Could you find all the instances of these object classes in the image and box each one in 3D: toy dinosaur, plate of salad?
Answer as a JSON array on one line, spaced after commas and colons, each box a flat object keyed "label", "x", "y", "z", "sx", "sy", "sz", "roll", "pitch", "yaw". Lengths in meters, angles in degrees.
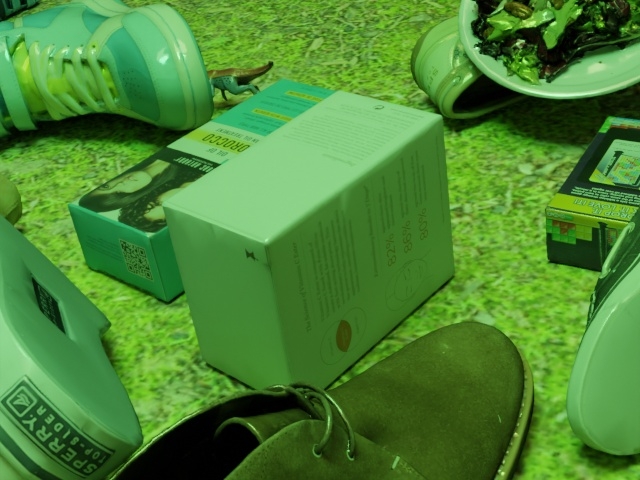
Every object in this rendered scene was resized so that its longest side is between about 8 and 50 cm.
[{"label": "toy dinosaur", "x": -0.094, "y": -0.160, "z": 0.997, "sx": 0.082, "sy": 0.090, "sz": 0.047, "roll": 31, "pitch": 25, "yaw": 4}, {"label": "plate of salad", "x": 0.212, "y": -0.202, "z": 0.845, "sx": 0.200, "sy": 0.048, "sz": 0.199, "roll": -8, "pitch": 58, "yaw": 13}]

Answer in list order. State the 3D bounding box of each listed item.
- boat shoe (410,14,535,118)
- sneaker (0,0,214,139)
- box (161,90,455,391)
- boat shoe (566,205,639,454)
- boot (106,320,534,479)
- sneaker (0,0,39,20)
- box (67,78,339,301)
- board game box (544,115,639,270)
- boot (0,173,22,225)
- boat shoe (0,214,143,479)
[{"label": "boat shoe", "x": 0.228, "y": -0.181, "z": 0.920, "sx": 0.285, "sy": 0.104, "sz": 0.089, "roll": -23, "pitch": 41, "yaw": 0}, {"label": "sneaker", "x": -0.243, "y": -0.147, "z": 0.964, "sx": 0.208, "sy": 0.127, "sz": 0.319, "roll": -23, "pitch": 25, "yaw": -23}, {"label": "box", "x": 0.000, "y": 0.000, "z": 0.662, "sx": 0.091, "sy": 0.130, "sz": 0.170, "roll": 21, "pitch": 43, "yaw": 38}, {"label": "boat shoe", "x": 0.202, "y": 0.030, "z": 0.597, "sx": 0.219, "sy": 0.078, "sz": 0.070, "roll": -53, "pitch": 11, "yaw": -19}, {"label": "boot", "x": 0.006, "y": 0.111, "z": 0.506, "sx": 0.112, "sy": 0.115, "sz": 0.305, "roll": 20, "pitch": 42, "yaw": 40}, {"label": "sneaker", "x": -0.411, "y": -0.331, "z": 1.354, "sx": 0.059, "sy": 0.053, "sz": 0.144, "roll": -2, "pitch": 34, "yaw": 8}, {"label": "box", "x": -0.074, "y": -0.050, "z": 0.823, "sx": 0.101, "sy": 0.060, "sz": 0.244, "roll": 19, "pitch": 42, "yaw": 37}, {"label": "board game box", "x": 0.262, "y": -0.026, "z": 0.709, "sx": 0.170, "sy": 0.048, "sz": 0.141, "roll": 13, "pitch": 41, "yaw": 30}, {"label": "boot", "x": -0.396, "y": 0.028, "z": 0.772, "sx": 0.236, "sy": 0.089, "sz": 0.269, "roll": 12, "pitch": 38, "yaw": 10}, {"label": "boat shoe", "x": -0.207, "y": 0.086, "z": 0.589, "sx": 0.156, "sy": 0.136, "sz": 0.367, "roll": -44, "pitch": 25, "yaw": -5}]
